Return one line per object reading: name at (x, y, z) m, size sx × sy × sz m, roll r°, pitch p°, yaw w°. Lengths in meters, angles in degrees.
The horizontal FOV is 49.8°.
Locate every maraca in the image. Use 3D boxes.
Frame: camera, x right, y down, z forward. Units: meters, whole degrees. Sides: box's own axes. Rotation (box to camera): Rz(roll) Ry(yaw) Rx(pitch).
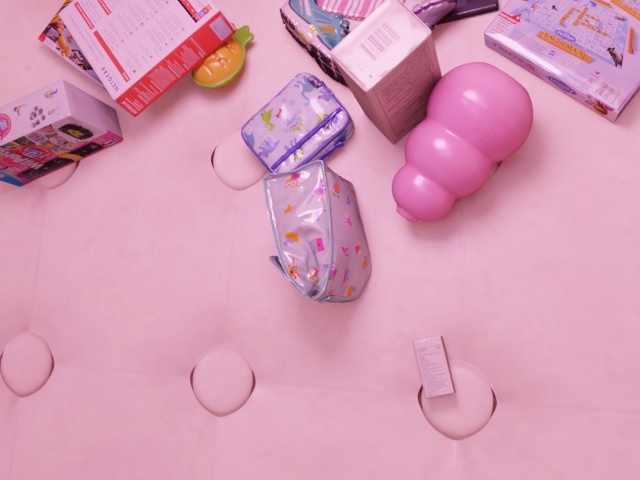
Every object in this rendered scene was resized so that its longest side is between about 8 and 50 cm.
maraca at (-0.224, -0.425, 1.579) m, size 0.127 × 0.099 × 0.185 m, roll 18°, pitch 70°, yaw 21°

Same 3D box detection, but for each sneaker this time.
sneaker at (0.199, -0.435, 1.473) m, size 0.224 × 0.083 × 0.098 m, roll -22°, pitch 86°, yaw 29°
sneaker at (0.023, -0.443, 1.509) m, size 0.110 × 0.107 × 0.275 m, roll -38°, pitch 78°, yaw -2°

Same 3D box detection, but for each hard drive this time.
hard drive at (0.310, -0.527, 1.490) m, size 0.135 × 0.022 × 0.094 m, roll -10°, pitch 78°, yaw 14°

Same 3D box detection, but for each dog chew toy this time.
dog chew toy at (0.262, -0.180, 1.356) m, size 0.207 × 0.207 × 0.331 m, roll 38°, pitch 99°, yaw 18°

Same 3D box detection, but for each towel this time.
towel at (0.098, -0.567, 1.551) m, size 0.197 × 0.029 × 0.144 m, roll 17°, pitch 86°, yaw 17°

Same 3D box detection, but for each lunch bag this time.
lunch bag at (0.000, 0.000, 1.376) m, size 0.160 × 0.223 × 0.262 m, roll -14°, pitch 79°, yaw 18°
lunch bag at (-0.046, -0.241, 1.503) m, size 0.219 × 0.090 × 0.176 m, roll -39°, pitch 76°, yaw 7°

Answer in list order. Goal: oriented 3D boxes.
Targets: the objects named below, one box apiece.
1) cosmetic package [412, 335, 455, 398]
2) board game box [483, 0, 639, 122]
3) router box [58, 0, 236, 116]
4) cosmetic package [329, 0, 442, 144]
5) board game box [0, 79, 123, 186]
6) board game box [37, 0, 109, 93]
cosmetic package at (0.225, 0.250, 1.365) m, size 0.060 × 0.041 × 0.115 m, roll -13°, pitch 77°, yaw 13°
board game box at (0.554, -0.453, 1.388) m, size 0.319 × 0.066 × 0.318 m, roll 39°, pitch 92°, yaw 18°
router box at (-0.400, -0.495, 1.563) m, size 0.301 × 0.082 × 0.335 m, roll -38°, pitch 63°, yaw 4°
cosmetic package at (0.143, -0.320, 1.349) m, size 0.160 × 0.309 × 0.113 m, roll -41°, pitch 73°, yaw 4°
board game box at (-0.651, -0.241, 1.596) m, size 0.304 × 0.224 × 0.097 m, roll -20°, pitch 78°, yaw 11°
board game box at (-0.529, -0.488, 1.694) m, size 0.305 × 0.053 × 0.193 m, roll 37°, pitch 90°, yaw 18°
